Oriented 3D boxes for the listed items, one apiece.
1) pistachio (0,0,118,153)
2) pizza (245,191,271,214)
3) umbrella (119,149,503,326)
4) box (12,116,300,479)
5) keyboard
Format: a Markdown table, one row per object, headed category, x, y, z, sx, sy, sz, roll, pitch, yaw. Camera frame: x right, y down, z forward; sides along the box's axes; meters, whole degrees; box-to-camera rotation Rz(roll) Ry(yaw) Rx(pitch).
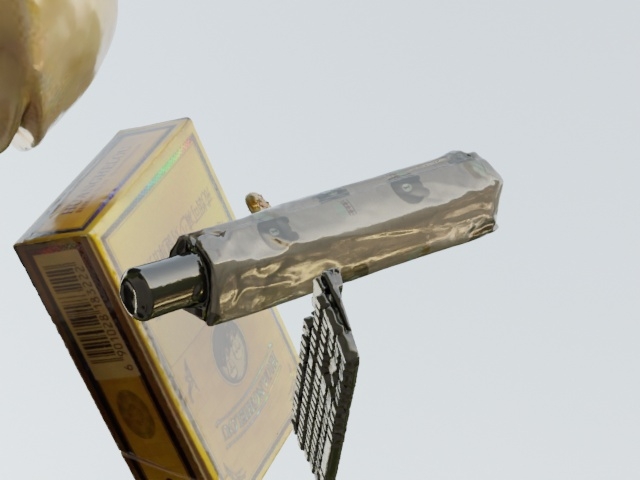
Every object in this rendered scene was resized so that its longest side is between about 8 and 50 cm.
| category | x | y | z | sx | sy | sz | roll | pitch | yaw |
| --- | --- | --- | --- | --- | --- | --- | --- | --- | --- |
| pistachio | -0.272 | -0.169 | 1.360 | 0.230 | 0.230 | 0.309 | 49 | -26 | -6 |
| pizza | -0.054 | -0.025 | 1.659 | 0.016 | 0.037 | 0.083 | -19 | -27 | 9 |
| umbrella | 0.000 | 0.000 | 1.321 | 0.067 | 0.337 | 0.073 | 23 | -56 | 51 |
| box | -0.124 | 0.072 | 1.487 | 0.084 | 0.193 | 0.301 | -8 | -61 | 31 |
| keyboard | 0.002 | 0.086 | 0.985 | 0.195 | 0.018 | 0.060 | 97 | -22 | -59 |
